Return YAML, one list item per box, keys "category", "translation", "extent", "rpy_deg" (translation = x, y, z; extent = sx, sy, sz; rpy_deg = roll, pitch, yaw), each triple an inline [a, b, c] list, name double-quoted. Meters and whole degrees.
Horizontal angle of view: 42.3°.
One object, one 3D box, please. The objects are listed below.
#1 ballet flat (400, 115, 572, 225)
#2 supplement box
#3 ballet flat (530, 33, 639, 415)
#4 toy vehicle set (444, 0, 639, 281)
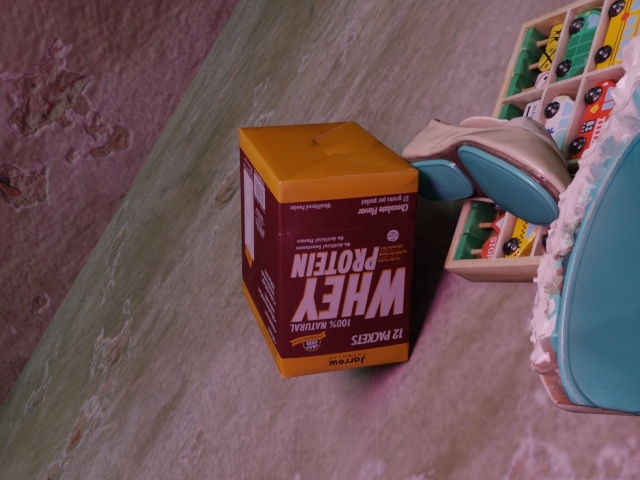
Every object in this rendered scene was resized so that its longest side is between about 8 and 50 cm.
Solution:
- category: "ballet flat"
  translation: [0.146, -0.071, 0.693]
  extent: [0.086, 0.086, 0.248]
  rpy_deg: [-64, 24, -1]
- category: "supplement box"
  translation: [0.000, 0.000, 0.829]
  extent: [0.191, 0.129, 0.194]
  rpy_deg: [-127, 34, -63]
- category: "ballet flat"
  translation: [0.250, -0.068, 0.547]
  extent: [0.409, 0.147, 0.147]
  rpy_deg: [-64, 25, -8]
- category: "toy vehicle set"
  translation: [0.208, -0.092, 0.720]
  extent: [0.166, 0.035, 0.266]
  rpy_deg: [-8, 59, 61]
